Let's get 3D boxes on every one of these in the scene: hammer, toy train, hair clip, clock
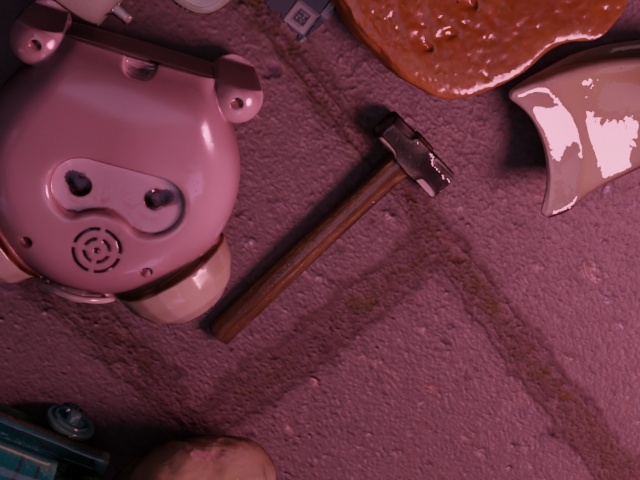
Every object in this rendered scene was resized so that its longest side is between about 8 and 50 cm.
[{"bbox_3d":[0.000,0.000,1.559,0.365,0.043,0.111,-43,110,11],"label":"hammer"},{"bbox_3d":[-0.401,0.255,1.519,0.298,0.194,0.120,25,104,-15],"label":"toy train"},{"bbox_3d":[0.375,-0.160,1.512,0.282,0.113,0.173,-18,110,6],"label":"hair clip"},{"bbox_3d":[-0.244,-0.077,1.438,0.342,0.184,0.326,17,111,-7],"label":"clock"}]

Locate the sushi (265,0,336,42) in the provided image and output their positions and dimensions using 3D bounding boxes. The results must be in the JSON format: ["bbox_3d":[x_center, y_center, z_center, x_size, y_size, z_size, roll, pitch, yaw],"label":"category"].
[{"bbox_3d":[0.003,-0.340,1.439,0.201,0.031,0.139,-44,109,9],"label":"sushi"}]

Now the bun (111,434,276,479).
[{"bbox_3d":[-0.174,0.337,1.545,0.168,0.273,0.273,43,102,13],"label":"bun"}]

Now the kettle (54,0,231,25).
[{"bbox_3d":[-0.177,-0.382,1.292,0.318,0.205,0.265,-41,71,8],"label":"kettle"}]

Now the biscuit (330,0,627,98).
[{"bbox_3d":[0.166,-0.367,1.421,0.365,0.062,0.385,-24,109,-5],"label":"biscuit"}]
